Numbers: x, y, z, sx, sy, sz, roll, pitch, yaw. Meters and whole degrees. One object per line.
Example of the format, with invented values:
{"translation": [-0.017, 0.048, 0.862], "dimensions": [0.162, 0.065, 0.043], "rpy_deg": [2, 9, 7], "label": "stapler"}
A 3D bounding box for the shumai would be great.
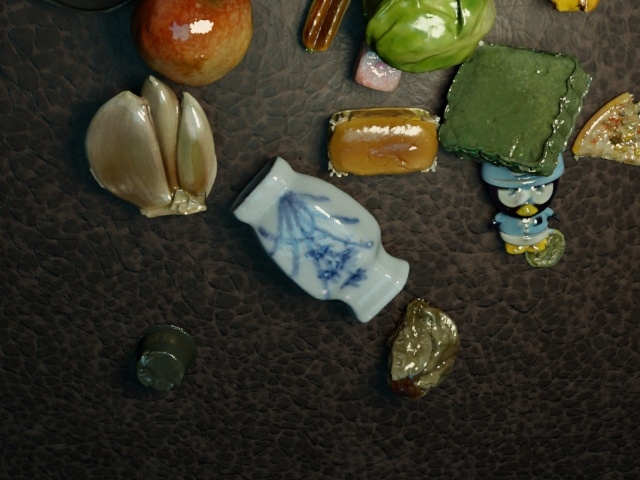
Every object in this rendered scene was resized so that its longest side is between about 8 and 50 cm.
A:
{"translation": [0.260, 0.289, 1.599], "dimensions": [0.184, 0.185, 0.218], "rpy_deg": [18, 111, -10], "label": "shumai"}

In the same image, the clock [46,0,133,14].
{"translation": [-0.449, -0.603, 1.237], "dimensions": [0.325, 0.067, 0.325], "rpy_deg": [0, 111, 1], "label": "clock"}

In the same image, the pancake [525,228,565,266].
{"translation": [0.550, 0.020, 1.588], "dimensions": [0.108, 0.017, 0.108], "rpy_deg": [1, 112, 2], "label": "pancake"}

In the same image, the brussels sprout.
{"translation": [0.199, -0.450, 1.233], "dimensions": [0.294, 0.259, 0.227], "rpy_deg": [-11, 155, -30], "label": "brussels sprout"}

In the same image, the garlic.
{"translation": [-0.364, -0.196, 1.394], "dimensions": [0.279, 0.132, 0.325], "rpy_deg": [-9, 116, 1], "label": "garlic"}

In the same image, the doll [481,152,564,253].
{"translation": [0.457, -0.117, 1.459], "dimensions": [0.177, 0.141, 0.314], "rpy_deg": [-7, 117, 11], "label": "doll"}

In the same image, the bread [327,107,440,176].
{"translation": [0.136, -0.215, 1.422], "dimensions": [0.241, 0.107, 0.136], "rpy_deg": [-1, 116, -1], "label": "bread"}

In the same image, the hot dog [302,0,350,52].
{"translation": [0.015, -0.476, 1.330], "dimensions": [0.072, 0.055, 0.188], "rpy_deg": [21, 111, -14], "label": "hot dog"}

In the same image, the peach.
{"translation": [-0.235, -0.429, 1.246], "dimensions": [0.232, 0.232, 0.256], "rpy_deg": [32, 111, -15], "label": "peach"}

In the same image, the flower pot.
{"translation": [-0.394, 0.300, 1.622], "dimensions": [0.158, 0.107, 0.157], "rpy_deg": [-1, 112, -2], "label": "flower pot"}

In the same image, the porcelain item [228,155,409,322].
{"translation": [0.000, 0.000, 1.468], "dimensions": [0.405, 0.178, 0.242], "rpy_deg": [40, 106, -18], "label": "porcelain item"}

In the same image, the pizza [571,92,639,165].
{"translation": [0.687, -0.222, 1.472], "dimensions": [0.195, 0.052, 0.185], "rpy_deg": [33, 111, -16], "label": "pizza"}

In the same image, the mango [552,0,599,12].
{"translation": [0.476, -0.569, 1.274], "dimensions": [0.154, 0.126, 0.252], "rpy_deg": [-18, 106, 17], "label": "mango"}

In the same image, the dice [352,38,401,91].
{"translation": [0.122, -0.369, 1.361], "dimensions": [0.093, 0.091, 0.094], "rpy_deg": [14, 111, -8], "label": "dice"}

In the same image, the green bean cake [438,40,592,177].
{"translation": [0.388, -0.268, 1.326], "dimensions": [0.255, 0.132, 0.241], "rpy_deg": [19, 97, 34], "label": "green bean cake"}
